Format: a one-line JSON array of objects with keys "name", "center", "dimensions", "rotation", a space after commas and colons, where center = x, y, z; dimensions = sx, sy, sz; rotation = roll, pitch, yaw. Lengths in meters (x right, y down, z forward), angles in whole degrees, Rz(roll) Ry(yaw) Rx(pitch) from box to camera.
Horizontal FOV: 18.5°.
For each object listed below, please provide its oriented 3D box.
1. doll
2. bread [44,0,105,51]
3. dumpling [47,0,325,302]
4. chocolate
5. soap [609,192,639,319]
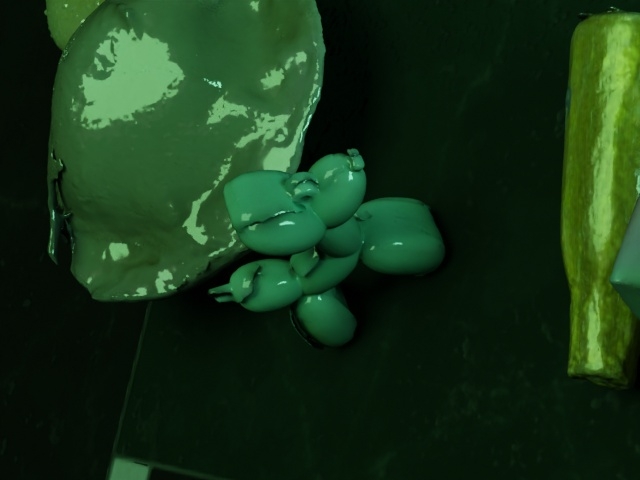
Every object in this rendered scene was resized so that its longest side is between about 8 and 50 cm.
[{"name": "doll", "center": [0.000, 0.000, 1.273], "dimensions": [0.159, 0.158, 0.059], "rotation": [-44, 48, 34]}, {"name": "bread", "center": [-0.146, -0.291, 1.612], "dimensions": [0.316, 0.054, 0.316], "rotation": [-19, 62, 39]}, {"name": "dumpling", "center": [-0.086, -0.087, 1.421], "dimensions": [0.204, 0.163, 0.293], "rotation": [13, 83, 14]}, {"name": "chocolate", "center": [0.177, -0.023, 1.157], "dimensions": [0.085, 0.085, 0.219], "rotation": [-3, 74, 45]}, {"name": "soap", "center": [0.273, 0.014, 0.857], "dimensions": [0.109, 0.324, 0.193], "rotation": [19, 90, 46]}]
